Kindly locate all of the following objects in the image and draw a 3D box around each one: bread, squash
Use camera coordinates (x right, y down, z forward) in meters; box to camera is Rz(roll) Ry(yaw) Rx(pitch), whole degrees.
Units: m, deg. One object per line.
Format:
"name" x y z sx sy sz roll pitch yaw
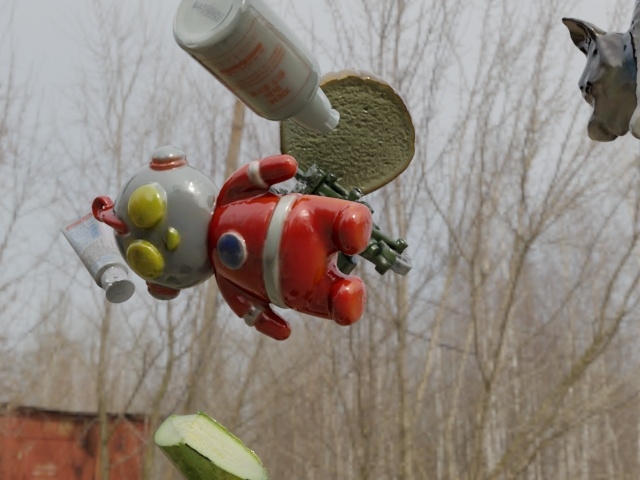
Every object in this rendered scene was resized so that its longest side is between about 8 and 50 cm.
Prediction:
"bread" 0.041 -0.176 1.545 0.236 0.236 0.070 4 24 -10
"squash" -0.084 0.258 0.953 0.075 0.200 0.090 -37 19 -15

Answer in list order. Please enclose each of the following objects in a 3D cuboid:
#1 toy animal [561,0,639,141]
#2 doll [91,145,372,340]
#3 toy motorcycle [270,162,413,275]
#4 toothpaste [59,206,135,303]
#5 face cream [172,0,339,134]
"toy animal" 0.461 -0.293 1.281 0.194 0.344 0.302 21 13 -25
"doll" -0.077 -0.005 0.701 0.245 0.142 0.076 13 17 22
"toy motorcycle" 0.000 0.000 1.471 0.205 0.275 0.127 -51 -28 12
"toothpaste" -0.385 0.017 1.610 0.089 0.234 0.057 -32 -42 -7
"face cream" -0.055 -0.192 1.059 0.101 0.101 0.252 -9 -29 29
